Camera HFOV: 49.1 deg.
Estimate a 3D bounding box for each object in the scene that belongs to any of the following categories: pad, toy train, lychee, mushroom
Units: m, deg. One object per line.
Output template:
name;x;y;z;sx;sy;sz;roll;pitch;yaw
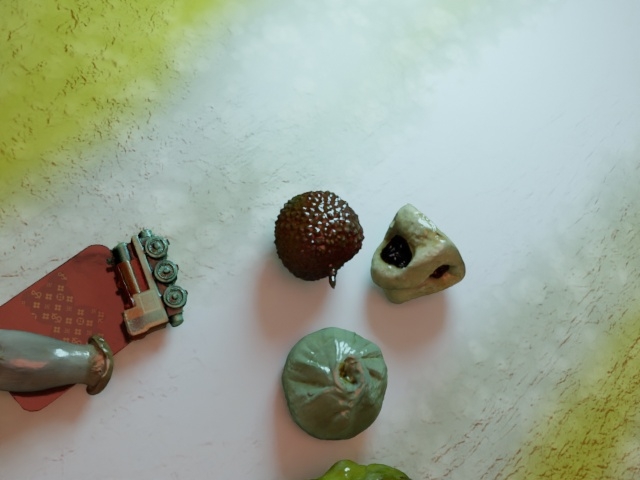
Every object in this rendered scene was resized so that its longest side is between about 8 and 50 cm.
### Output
pad;-0.423;0.139;1.168;0.267;0.004;0.181;-39;88;-24
toy train;-0.297;0.072;1.189;0.118;0.074;0.176;-20;81;-23
lychee;0.000;0.000;1.257;0.165;0.165;0.197;-20;65;-22
mushroom;-0.437;0.191;1.100;0.212;0.088;0.097;3;40;-22

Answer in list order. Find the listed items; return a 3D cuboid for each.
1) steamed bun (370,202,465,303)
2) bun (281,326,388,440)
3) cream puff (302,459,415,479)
steamed bun;0.170;0.043;1.314;0.155;0.172;0.141;-42;48;1
bun;0.029;0.248;1.215;0.195;0.118;0.196;4;76;-17
cream puff;0.041;0.532;1.066;0.378;0.275;0.378;33;38;-31
